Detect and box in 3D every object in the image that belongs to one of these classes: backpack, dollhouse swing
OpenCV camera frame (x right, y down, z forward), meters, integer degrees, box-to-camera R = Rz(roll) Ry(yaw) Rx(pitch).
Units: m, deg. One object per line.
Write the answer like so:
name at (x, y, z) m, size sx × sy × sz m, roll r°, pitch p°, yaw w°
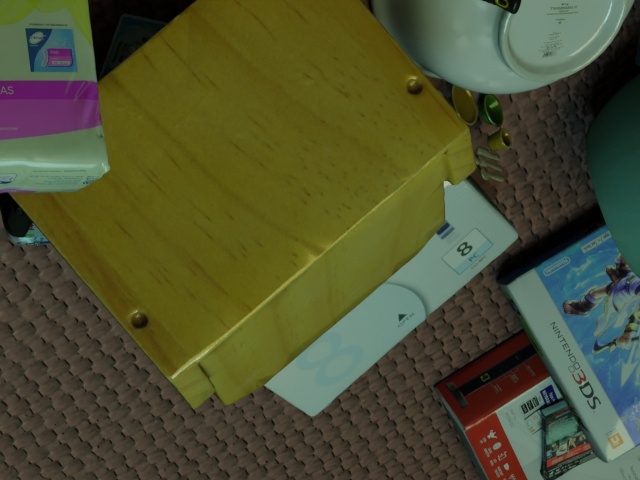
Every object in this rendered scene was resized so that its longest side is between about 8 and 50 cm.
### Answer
backpack at (-0.248, -0.051, 1.859) m, size 0.114 × 0.105 × 0.084 m, roll -3°, pitch 151°, yaw -28°
dollhouse swing at (-0.067, -0.045, 1.869) m, size 0.347 × 0.315 × 0.305 m, roll -41°, pitch -178°, yaw -5°

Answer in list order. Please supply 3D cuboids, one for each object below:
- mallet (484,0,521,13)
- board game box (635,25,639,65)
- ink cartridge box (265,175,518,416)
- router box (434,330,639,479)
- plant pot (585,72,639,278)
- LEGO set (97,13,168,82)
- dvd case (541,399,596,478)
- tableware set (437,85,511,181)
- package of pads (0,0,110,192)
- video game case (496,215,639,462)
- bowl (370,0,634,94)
mallet at (0.101, -0.262, 1.844) m, size 0.039 × 0.189 × 0.062 m, roll -44°, pitch 146°, yaw -53°
board game box at (0.384, -0.311, 2.001) m, size 0.165 × 0.042 × 0.243 m, roll -46°, pitch 148°, yaw -38°
ink cartridge box at (0.000, 0.000, 2.031) m, size 0.308 × 0.091 × 0.385 m, roll -41°, pitch 145°, yaw 7°
router box at (0.329, 0.218, 2.460) m, size 0.301 × 0.082 × 0.335 m, roll -32°, pitch 137°, yaw -3°
plant pot at (0.426, -0.077, 2.121) m, size 0.235 × 0.293 × 0.293 m, roll -21°, pitch 141°, yaw 21°
LEGO set at (-0.119, -0.193, 1.866) m, size 0.182 × 0.060 × 0.244 m, roll 9°, pitch 115°, yaw -30°
dvd case at (0.307, 0.231, 2.388) m, size 0.087 × 0.013 × 0.119 m, roll -22°, pitch 136°, yaw -14°
tableware set at (0.153, -0.120, 2.039) m, size 0.024 × 0.104 × 0.154 m, roll -19°, pitch 160°, yaw 33°
package of pads at (-0.305, -0.184, 1.588) m, size 0.229 × 0.297 × 0.101 m, roll -2°, pitch 169°, yaw -30°
video game case at (0.381, 0.085, 2.289) m, size 0.269 × 0.061 × 0.244 m, roll -31°, pitch 98°, yaw -4°
bowl at (0.208, -0.251, 1.937) m, size 0.297 × 0.134 × 0.298 m, roll -16°, pitch 133°, yaw -18°
